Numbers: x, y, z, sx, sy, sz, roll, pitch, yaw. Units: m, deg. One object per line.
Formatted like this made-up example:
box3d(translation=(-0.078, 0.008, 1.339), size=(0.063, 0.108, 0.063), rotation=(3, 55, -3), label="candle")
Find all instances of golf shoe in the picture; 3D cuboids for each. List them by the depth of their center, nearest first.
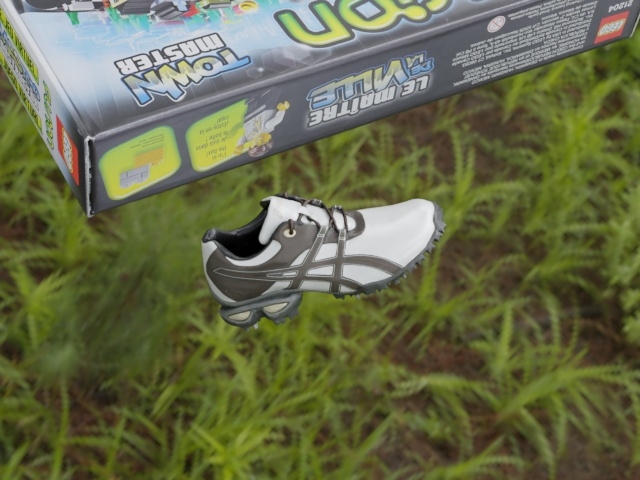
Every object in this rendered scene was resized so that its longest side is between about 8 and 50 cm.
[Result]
box3d(translation=(0.000, 0.000, 1.148), size=(0.077, 0.198, 0.094), rotation=(-107, 174, -57), label="golf shoe")

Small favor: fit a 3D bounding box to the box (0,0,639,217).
box3d(translation=(-0.005, -0.089, 0.484), size=(0.207, 0.036, 0.114), rotation=(-20, 56, -23), label="box")
